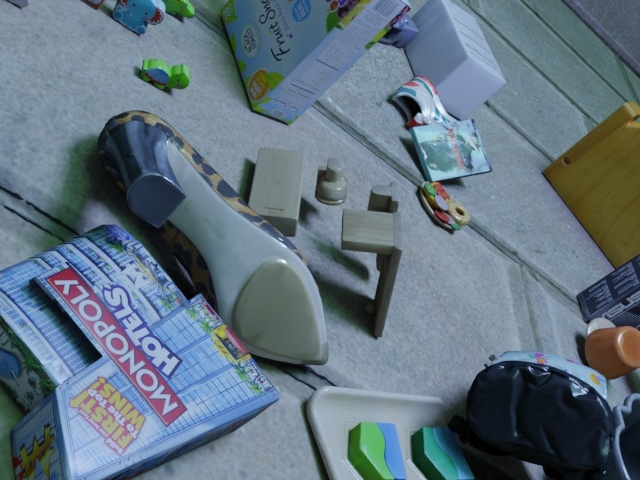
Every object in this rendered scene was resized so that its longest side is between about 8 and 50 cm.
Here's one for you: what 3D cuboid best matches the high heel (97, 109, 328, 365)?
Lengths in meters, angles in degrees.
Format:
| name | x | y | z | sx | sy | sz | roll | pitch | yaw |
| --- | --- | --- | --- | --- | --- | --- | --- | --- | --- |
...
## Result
| name | x | y | z | sx | sy | sz | roll | pitch | yaw |
| --- | --- | --- | --- | --- | --- | --- | --- | --- | --- |
| high heel | -0.088 | -0.005 | 0.725 | 0.261 | 0.093 | 0.186 | 49 | 2 | -33 |

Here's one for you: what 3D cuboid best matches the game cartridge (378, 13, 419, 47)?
| name | x | y | z | sx | sy | sz | roll | pitch | yaw |
| --- | --- | --- | --- | --- | --- | --- | --- | --- | --- |
| game cartridge | 0.001 | -0.432 | 1.299 | 0.355 | 0.068 | 0.230 | -4 | 64 | -53 |

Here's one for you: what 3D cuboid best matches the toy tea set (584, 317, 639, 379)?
| name | x | y | z | sx | sy | sz | roll | pitch | yaw |
| --- | --- | --- | --- | --- | --- | --- | --- | --- | --- |
| toy tea set | 0.512 | 0.240 | 1.206 | 0.200 | 0.124 | 0.336 | -34 | 88 | -29 |

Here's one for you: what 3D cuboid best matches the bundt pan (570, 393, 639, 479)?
| name | x | y | z | sx | sy | sz | roll | pitch | yaw |
| --- | --- | --- | --- | --- | --- | --- | --- | --- | --- |
| bundt pan | 0.372 | 0.339 | 0.874 | 0.330 | 0.124 | 0.331 | 32 | 35 | -26 |

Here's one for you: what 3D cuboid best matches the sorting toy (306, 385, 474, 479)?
| name | x | y | z | sx | sy | sz | roll | pitch | yaw |
| --- | --- | --- | --- | --- | --- | --- | --- | --- | --- |
| sorting toy | 0.089 | 0.227 | 0.719 | 0.193 | 0.038 | 0.208 | 15 | 45 | -43 |

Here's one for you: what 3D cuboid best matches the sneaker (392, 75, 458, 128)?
| name | x | y | z | sx | sy | sz | roll | pitch | yaw |
| --- | --- | --- | --- | --- | --- | --- | --- | --- | --- |
| sneaker | 0.168 | -0.172 | 1.244 | 0.075 | 0.057 | 0.161 | -33 | 87 | -39 |

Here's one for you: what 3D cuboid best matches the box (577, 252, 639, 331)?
| name | x | y | z | sx | sy | sz | roll | pitch | yaw |
| --- | --- | --- | --- | --- | --- | --- | --- | --- | --- |
| box | 0.573 | 0.081 | 1.264 | 0.216 | 0.270 | 0.060 | 32 | 34 | -27 |

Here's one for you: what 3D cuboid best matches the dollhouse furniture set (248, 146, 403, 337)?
| name | x | y | z | sx | sy | sz | roll | pitch | yaw |
| --- | --- | --- | --- | --- | --- | --- | --- | --- | --- |
| dollhouse furniture set | 0.000 | 0.000 | 0.862 | 0.151 | 0.123 | 0.144 | 6 | 40 | -2 |

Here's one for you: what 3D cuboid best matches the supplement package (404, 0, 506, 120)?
| name | x | y | z | sx | sy | sz | roll | pitch | yaw |
| --- | --- | --- | --- | --- | --- | --- | --- | --- | --- |
| supplement package | 0.223 | -0.315 | 1.404 | 0.105 | 0.105 | 0.179 | 22 | 41 | -38 |

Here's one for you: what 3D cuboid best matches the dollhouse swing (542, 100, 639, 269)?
| name | x | y | z | sx | sy | sz | roll | pitch | yaw |
| --- | --- | --- | --- | --- | --- | --- | --- | --- | --- |
| dollhouse swing | 0.655 | -0.085 | 1.549 | 0.305 | 0.315 | 0.347 | -28 | 78 | -38 |

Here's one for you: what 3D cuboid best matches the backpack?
| name | x | y | z | sx | sy | sz | roll | pitch | yaw |
| --- | --- | --- | --- | --- | --- | --- | --- | --- | --- |
| backpack | 0.222 | 0.170 | 0.821 | 0.151 | 0.115 | 0.182 | 21 | -4 | 18 |

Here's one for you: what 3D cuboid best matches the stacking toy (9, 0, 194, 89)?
| name | x | y | z | sx | sy | sz | roll | pitch | yaw |
| --- | --- | --- | --- | --- | --- | --- | --- | --- | --- |
| stacking toy | -0.219 | -0.263 | 0.844 | 0.221 | 0.052 | 0.167 | 29 | 37 | -31 |

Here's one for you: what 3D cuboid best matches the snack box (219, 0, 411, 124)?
| name | x | y | z | sx | sy | sz | roll | pitch | yaw |
| --- | --- | --- | --- | --- | --- | --- | --- | --- | --- |
| snack box | -0.014 | -0.269 | 0.956 | 0.070 | 0.207 | 0.175 | 14 | 45 | -44 |

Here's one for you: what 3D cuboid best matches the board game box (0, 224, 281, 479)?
| name | x | y | z | sx | sy | sz | roll | pitch | yaw |
| --- | --- | --- | --- | --- | --- | --- | --- | --- | --- |
| board game box | -0.147 | 0.087 | 0.552 | 0.194 | 0.060 | 0.194 | 51 | 30 | 2 |

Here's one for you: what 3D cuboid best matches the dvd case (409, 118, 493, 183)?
| name | x | y | z | sx | sy | sz | roll | pitch | yaw |
| --- | --- | --- | --- | --- | --- | --- | --- | --- | --- |
| dvd case | 0.192 | -0.132 | 1.199 | 0.119 | 0.013 | 0.087 | -11 | 78 | -32 |

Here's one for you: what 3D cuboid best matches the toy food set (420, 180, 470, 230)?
| name | x | y | z | sx | sy | sz | roll | pitch | yaw |
| --- | --- | --- | --- | --- | --- | --- | --- | --- | --- |
| toy food set | 0.169 | -0.049 | 1.133 | 0.083 | 0.020 | 0.082 | 54 | 32 | 7 |
